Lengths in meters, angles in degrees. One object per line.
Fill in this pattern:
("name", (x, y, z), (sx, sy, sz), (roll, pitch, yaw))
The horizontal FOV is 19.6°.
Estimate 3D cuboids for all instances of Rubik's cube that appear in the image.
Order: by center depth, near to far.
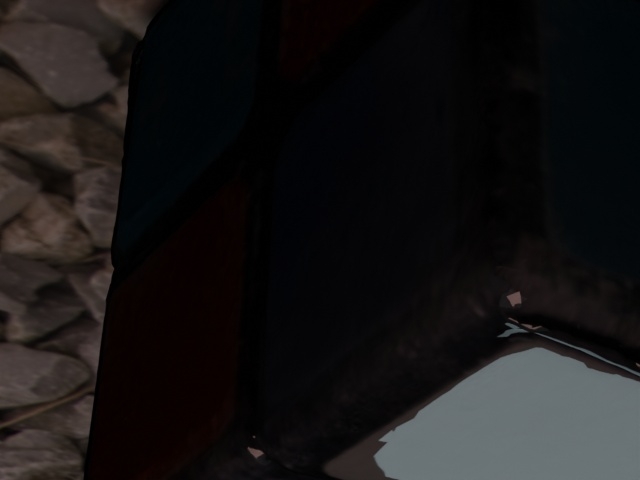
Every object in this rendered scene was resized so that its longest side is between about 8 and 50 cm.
("Rubik's cube", (0.106, 0.002, 0.814), (0.316, 0.318, 0.313), (21, 143, -25))
